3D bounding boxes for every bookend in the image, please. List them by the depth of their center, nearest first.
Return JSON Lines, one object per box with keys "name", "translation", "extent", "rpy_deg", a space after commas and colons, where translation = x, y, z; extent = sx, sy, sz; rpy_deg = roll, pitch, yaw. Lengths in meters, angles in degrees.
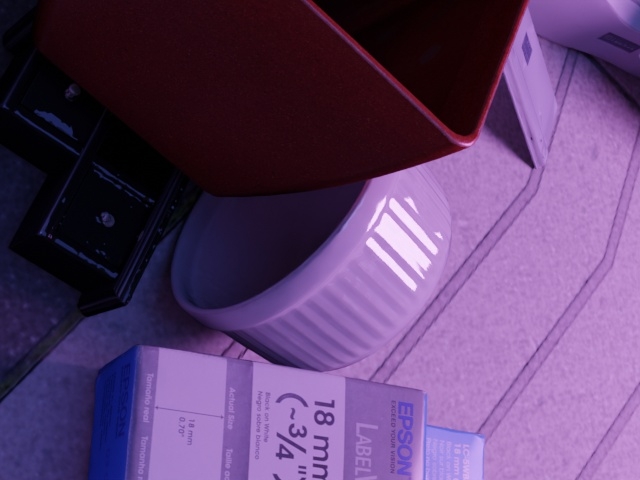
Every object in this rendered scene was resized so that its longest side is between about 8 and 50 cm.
{"name": "bookend", "translation": [-0.181, -0.055, 0.950], "extent": [0.157, 0.072, 0.156], "rpy_deg": [35, 64, -22]}

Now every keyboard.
{"name": "keyboard", "translation": [0.174, -0.157, 1.154], "extent": [0.256, 0.014, 0.072], "rpy_deg": [57, 41, -55]}

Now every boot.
{"name": "boot", "translation": [0.270, -0.251, 1.286], "extent": [0.258, 0.095, 0.123], "rpy_deg": [21, 63, -37]}

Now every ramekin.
{"name": "ramekin", "translation": [0.000, 0.000, 0.984], "extent": [0.109, 0.207, 0.207], "rpy_deg": [42, 61, -29]}

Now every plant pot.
{"name": "plant pot", "translation": [-0.037, -0.183, 0.898], "extent": [0.267, 0.236, 0.267], "rpy_deg": [41, 48, -19]}

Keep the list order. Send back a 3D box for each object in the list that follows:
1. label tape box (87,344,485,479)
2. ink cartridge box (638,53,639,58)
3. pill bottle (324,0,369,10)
{"name": "label tape box", "translation": [0.001, 0.221, 0.956], "extent": [0.334, 0.106, 0.240], "rpy_deg": [12, 68, -23]}
{"name": "ink cartridge box", "translation": [0.405, -0.160, 1.279], "extent": [0.139, 0.082, 0.191], "rpy_deg": [-47, 136, 1]}
{"name": "pill bottle", "translation": [0.006, -0.271, 1.069], "extent": [0.265, 0.153, 0.153], "rpy_deg": [42, 61, -20]}
